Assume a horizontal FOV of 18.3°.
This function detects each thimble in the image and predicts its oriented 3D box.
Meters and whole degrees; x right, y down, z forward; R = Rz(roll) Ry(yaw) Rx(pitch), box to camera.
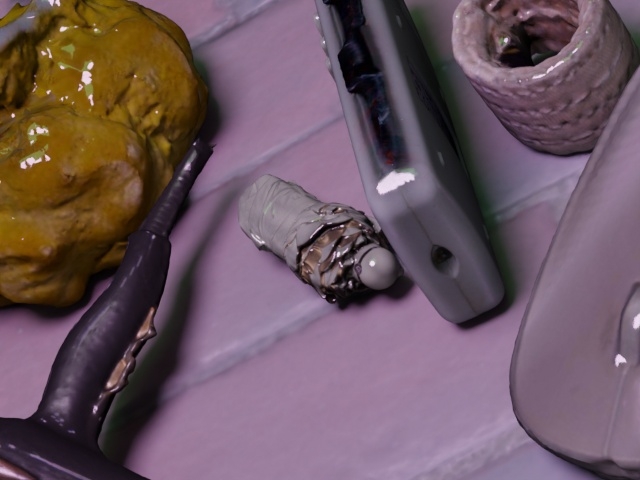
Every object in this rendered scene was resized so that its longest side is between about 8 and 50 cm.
[{"bbox_3d":[0.147,-0.116,1.264,0.102,0.090,0.115,-34,44,9],"label":"thimble"}]

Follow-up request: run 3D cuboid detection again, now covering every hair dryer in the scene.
[{"bbox_3d":[-0.108,0.074,1.254,0.304,0.120,0.359,5,57,28],"label":"hair dryer"}]

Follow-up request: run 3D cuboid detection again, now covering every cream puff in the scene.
[{"bbox_3d":[-0.224,-0.085,1.420,0.282,0.185,0.282,-16,49,20],"label":"cream puff"}]

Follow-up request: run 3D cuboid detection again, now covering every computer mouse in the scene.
[{"bbox_3d":[0.220,-0.015,1.125,0.197,0.095,0.331,3,55,41],"label":"computer mouse"}]

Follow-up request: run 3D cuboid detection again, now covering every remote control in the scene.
[{"bbox_3d":[0.046,-0.089,1.270,0.056,0.140,0.296,-24,44,10],"label":"remote control"}]

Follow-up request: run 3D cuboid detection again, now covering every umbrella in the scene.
[{"bbox_3d":[0.000,0.000,1.289,0.067,0.062,0.143,-24,32,-33],"label":"umbrella"}]
